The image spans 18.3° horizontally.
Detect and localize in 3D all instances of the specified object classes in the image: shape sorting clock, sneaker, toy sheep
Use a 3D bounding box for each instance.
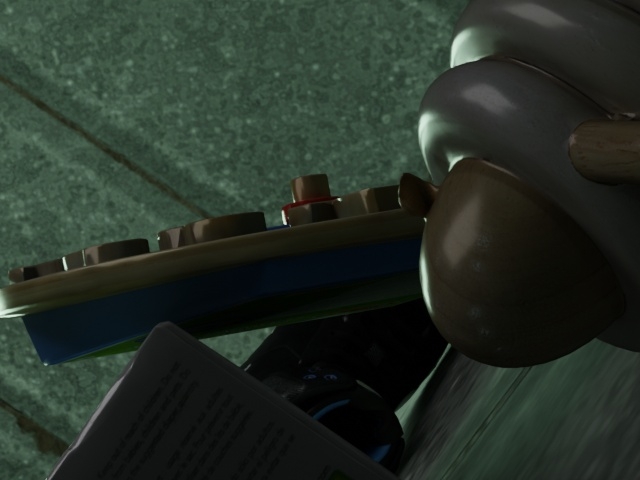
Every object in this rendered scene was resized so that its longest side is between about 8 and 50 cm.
[{"bbox_3d":[0.000,0.000,0.612,0.206,0.040,0.206,-12,-5,-1],"label":"shape sorting clock"},{"bbox_3d":[0.019,0.060,0.857,0.217,0.079,0.121,-46,15,-24],"label":"sneaker"},{"bbox_3d":[0.067,-0.027,0.350,0.132,0.091,0.091,-42,-4,-16],"label":"toy sheep"}]

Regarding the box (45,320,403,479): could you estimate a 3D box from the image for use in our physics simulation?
[{"bbox_3d":[-0.038,0.104,0.596,0.114,0.103,0.203,-55,0,-7],"label":"box"}]
